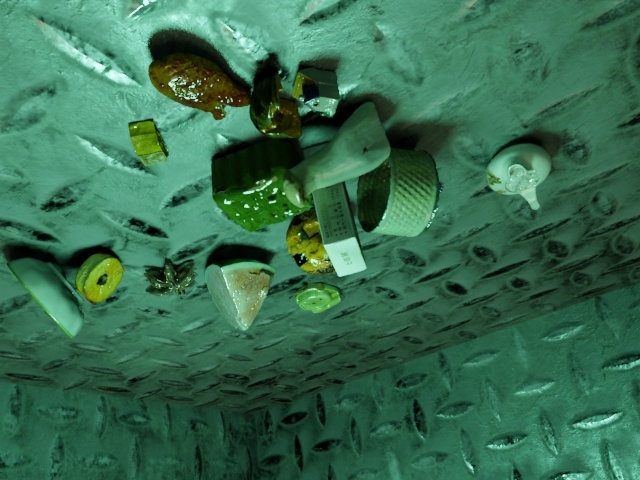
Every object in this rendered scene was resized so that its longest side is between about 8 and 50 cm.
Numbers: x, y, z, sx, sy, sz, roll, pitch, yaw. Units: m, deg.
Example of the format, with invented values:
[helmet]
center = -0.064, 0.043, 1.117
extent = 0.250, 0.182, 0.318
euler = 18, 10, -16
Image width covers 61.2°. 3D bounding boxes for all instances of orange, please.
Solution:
[orange]
center = 0.000, 0.000, 1.817
extent = 0.235, 0.234, 0.182
euler = -8, 161, -4

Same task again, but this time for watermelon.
[watermelon]
center = -0.290, 0.173, 2.080
extent = 0.222, 0.319, 0.292
euler = -30, -161, -22

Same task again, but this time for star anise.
[star anise]
center = -0.562, 0.152, 2.053
extent = 0.229, 0.093, 0.236
euler = -18, 154, 3

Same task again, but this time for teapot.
[teapot]
center = 0.642, -0.213, 1.736
extent = 0.204, 0.139, 0.298
euler = -30, 144, 27

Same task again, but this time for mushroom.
[mushroom]
center = 0.038, -0.219, 1.438
extent = 0.329, 0.159, 0.122
euler = -33, 178, -7

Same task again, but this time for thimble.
[thimble]
center = 0.221, -0.143, 1.599
extent = 0.150, 0.270, 0.271
euler = 4, 148, -18

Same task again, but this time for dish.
[dish]
center = -0.896, 0.169, 1.831
extent = 0.124, 0.324, 0.324
euler = -41, 159, -23

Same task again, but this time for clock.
[clock]
center = -0.035, 0.250, 2.396
extent = 0.170, 0.069, 0.232
euler = -31, 144, 32

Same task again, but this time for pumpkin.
[pumpkin]
center = -0.122, -0.321, 1.334
extent = 0.108, 0.119, 0.183
euler = -6, 153, 15

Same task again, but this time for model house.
[model house]
center = -0.015, -0.356, 1.321
extent = 0.100, 0.100, 0.087
euler = 2, 150, -18

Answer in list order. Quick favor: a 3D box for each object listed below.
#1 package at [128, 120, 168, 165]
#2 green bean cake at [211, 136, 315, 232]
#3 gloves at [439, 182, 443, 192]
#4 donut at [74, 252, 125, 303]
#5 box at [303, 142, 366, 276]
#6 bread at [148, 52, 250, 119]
[package]
center = -0.450, -0.252, 1.420
extent = 0.071, 0.047, 0.131
euler = -6, 152, -1
[green bean cake]
center = -0.164, -0.155, 1.570
extent = 0.250, 0.156, 0.247
euler = -17, 151, 12
[gloves]
center = 0.376, -0.166, 1.844
extent = 0.064, 0.026, 0.086
euler = 22, 138, -40
[donut]
center = -0.773, 0.124, 1.874
extent = 0.075, 0.174, 0.190
euler = 30, 168, 15
[box]
center = 0.043, -0.090, 1.568
extent = 0.095, 0.330, 0.210
euler = -14, 151, 7
[bread]
center = -0.275, -0.350, 1.260
extent = 0.139, 0.095, 0.269
euler = -18, 154, 28
